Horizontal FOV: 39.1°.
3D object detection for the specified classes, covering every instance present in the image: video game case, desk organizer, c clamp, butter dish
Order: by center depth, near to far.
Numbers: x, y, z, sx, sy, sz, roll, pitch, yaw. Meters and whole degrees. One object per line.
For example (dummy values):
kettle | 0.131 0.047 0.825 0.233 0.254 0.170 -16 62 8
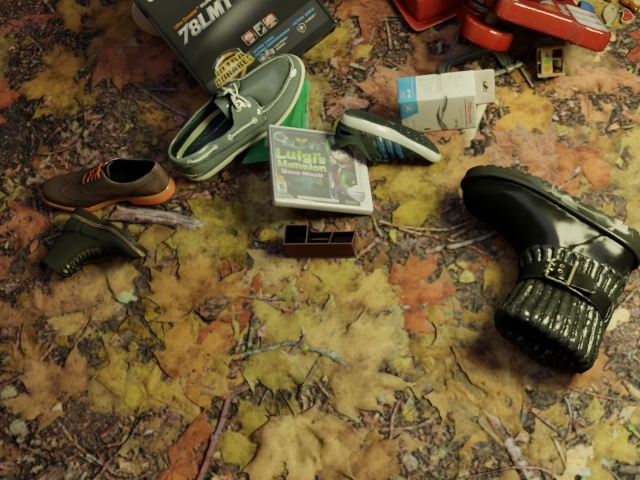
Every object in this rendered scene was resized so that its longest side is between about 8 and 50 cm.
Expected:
desk organizer | 0.000 0.000 1.631 0.130 0.050 0.047 -1 61 11
video game case | -0.002 -0.132 1.674 0.191 0.022 0.173 5 58 -18
c clamp | 0.319 -0.334 1.772 0.161 0.022 0.137 -17 59 1
butter dish | 0.228 -0.536 1.849 0.160 0.118 0.159 -24 58 -2

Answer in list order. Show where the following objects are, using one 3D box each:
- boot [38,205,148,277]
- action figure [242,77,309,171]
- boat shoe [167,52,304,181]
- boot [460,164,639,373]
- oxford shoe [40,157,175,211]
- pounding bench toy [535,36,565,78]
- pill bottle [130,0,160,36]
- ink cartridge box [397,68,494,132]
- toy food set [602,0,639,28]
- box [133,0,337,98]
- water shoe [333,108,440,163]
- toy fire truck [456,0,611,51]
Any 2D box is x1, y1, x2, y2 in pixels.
boot | -0.427 0.031 1.696 0.198 0.077 0.137 22 71 36
action figure | -0.067 -0.247 1.777 0.137 0.063 0.232 2 65 15
boat shoe | -0.162 -0.242 1.717 0.319 0.099 0.116 -42 66 7
boot | 0.339 0.039 1.494 0.348 0.131 0.260 28 70 23
oxford shoe | -0.426 -0.121 1.757 0.272 0.098 0.096 -6 60 8
pounding bench toy | 0.443 -0.352 1.739 0.052 0.065 0.083 -3 26 10
pill bottle | -0.323 -0.607 1.964 0.182 0.181 0.322 -1 60 11
ink cartridge box | 0.239 -0.261 1.699 0.180 0.104 0.060 -4 60 10
toy food set | 0.603 -0.476 1.796 0.078 0.019 0.122 1 61 12
box | -0.169 -0.454 1.800 0.296 0.073 0.293 -38 96 1
water shoe | 0.125 -0.180 1.697 0.203 0.080 0.073 23 27 -4
toy fire truck | 0.409 -0.445 1.717 0.254 0.169 0.302 19 26 -4
